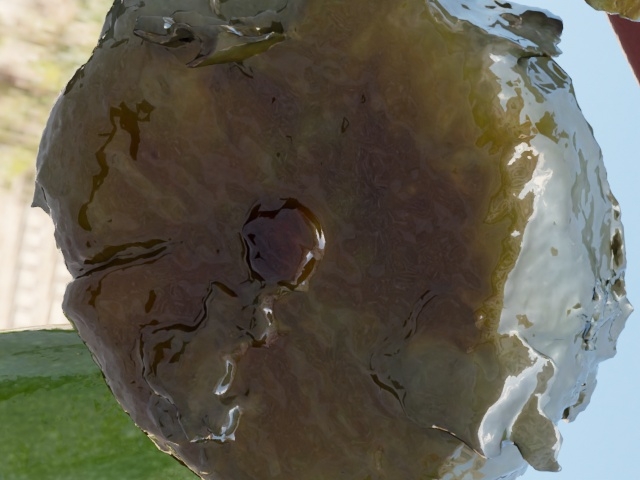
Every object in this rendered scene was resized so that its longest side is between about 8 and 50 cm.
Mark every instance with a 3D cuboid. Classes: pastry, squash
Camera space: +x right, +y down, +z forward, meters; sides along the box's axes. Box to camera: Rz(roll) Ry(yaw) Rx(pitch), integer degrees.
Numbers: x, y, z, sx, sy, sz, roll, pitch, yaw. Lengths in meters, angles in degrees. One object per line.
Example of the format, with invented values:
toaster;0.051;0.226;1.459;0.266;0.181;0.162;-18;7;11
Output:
pastry;-0.005;0.001;0.617;0.121;0.257;0.236;-30;131;-61
squash;-0.134;0.182;1.206;0.310;0.308;0.310;166;-90;-71

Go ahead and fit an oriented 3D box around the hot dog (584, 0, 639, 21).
hot dog;0.119;-0.146;0.530;0.028;0.044;0.137;-77;178;-65

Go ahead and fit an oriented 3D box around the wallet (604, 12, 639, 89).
wallet;0.230;-0.075;0.766;0.045;0.142;0.204;114;-38;-58
